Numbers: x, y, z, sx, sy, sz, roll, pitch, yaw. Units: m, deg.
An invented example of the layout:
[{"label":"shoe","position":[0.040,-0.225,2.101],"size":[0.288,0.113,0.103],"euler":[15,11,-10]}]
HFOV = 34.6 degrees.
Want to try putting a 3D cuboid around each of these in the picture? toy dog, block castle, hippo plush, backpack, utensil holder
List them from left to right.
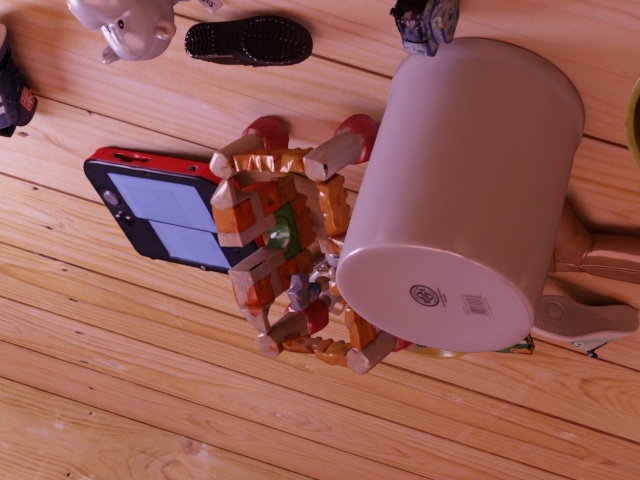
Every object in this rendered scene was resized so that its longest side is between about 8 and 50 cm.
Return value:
[{"label":"hippo plush","position":[-0.286,-0.370,1.540],"size":[0.234,0.236,0.294],"euler":[-10,139,40]},{"label":"toy dog","position":[-0.006,0.103,2.196],"size":[0.220,0.161,0.333],"euler":[15,158,15]},{"label":"block castle","position":[0.000,0.000,1.885],"size":[0.303,0.213,0.453],"euler":[4,117,37]},{"label":"backpack","position":[0.156,-0.325,1.492],"size":[0.084,0.105,0.114],"euler":[11,154,16]},{"label":"utensil holder","position":[0.217,-0.064,1.606],"size":[0.328,0.385,0.327],"euler":[15,150,9]}]

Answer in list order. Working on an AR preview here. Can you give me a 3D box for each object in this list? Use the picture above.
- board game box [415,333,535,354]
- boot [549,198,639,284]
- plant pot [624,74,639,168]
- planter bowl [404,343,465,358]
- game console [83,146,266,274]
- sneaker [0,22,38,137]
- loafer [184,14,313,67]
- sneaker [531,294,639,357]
[{"label":"board game box","position":[0.304,0.188,2.140],"size":[0.260,0.030,0.136],"euler":[1,148,28]},{"label":"boot","position":[0.538,0.006,1.840],"size":[0.270,0.089,0.236],"euler":[9,158,18]},{"label":"plant pot","position":[0.553,-0.248,1.142],"size":[0.366,0.353,0.366],"euler":[15,149,9]},{"label":"planter bowl","position":[0.237,0.170,2.267],"size":[0.217,0.090,0.217],"euler":[13,149,8]},{"label":"game console","position":[-0.298,-0.047,2.177],"size":[0.387,0.060,0.342],"euler":[11,141,29]},{"label":"sneaker","position":[-0.608,-0.299,1.972],"size":[0.148,0.131,0.350],"euler":[22,156,-19]},{"label":"loafer","position":[-0.112,-0.326,1.692],"size":[0.220,0.080,0.078],"euler":[7,180,18]},{"label":"sneaker","position":[0.498,0.182,2.087],"size":[0.256,0.094,0.151],"euler":[7,155,-15]}]
